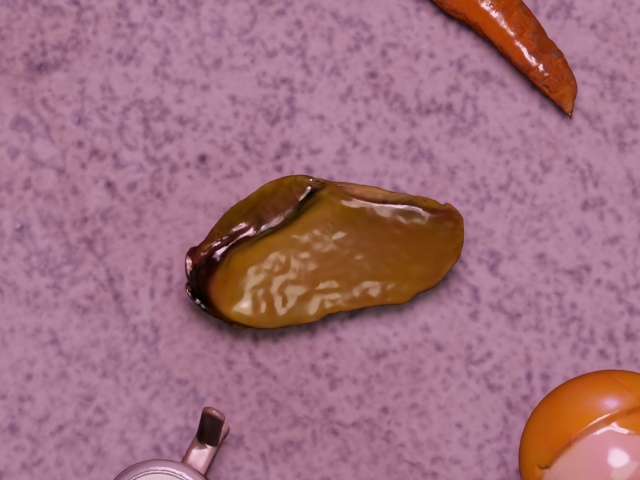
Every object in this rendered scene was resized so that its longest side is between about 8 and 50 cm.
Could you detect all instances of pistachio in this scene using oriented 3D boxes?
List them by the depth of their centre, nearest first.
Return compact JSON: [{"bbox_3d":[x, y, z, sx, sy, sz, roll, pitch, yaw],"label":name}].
[{"bbox_3d":[0.000,0.000,1.155,0.172,0.049,0.090,-11,105,-4],"label":"pistachio"}]

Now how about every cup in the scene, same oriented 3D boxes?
[{"bbox_3d":[-0.080,0.155,1.102,0.102,0.099,0.074,-38,84,-6],"label":"cup"}]

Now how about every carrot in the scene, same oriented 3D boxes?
[{"bbox_3d":[0.089,-0.166,1.187,0.057,0.057,0.224,-43,87,-7],"label":"carrot"}]

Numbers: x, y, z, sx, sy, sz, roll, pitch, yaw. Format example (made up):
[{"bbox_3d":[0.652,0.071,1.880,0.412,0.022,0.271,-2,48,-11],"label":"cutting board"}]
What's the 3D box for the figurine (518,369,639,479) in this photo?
[{"bbox_3d":[0.201,0.162,1.066,0.324,0.124,0.222,-14,53,-20],"label":"figurine"}]
